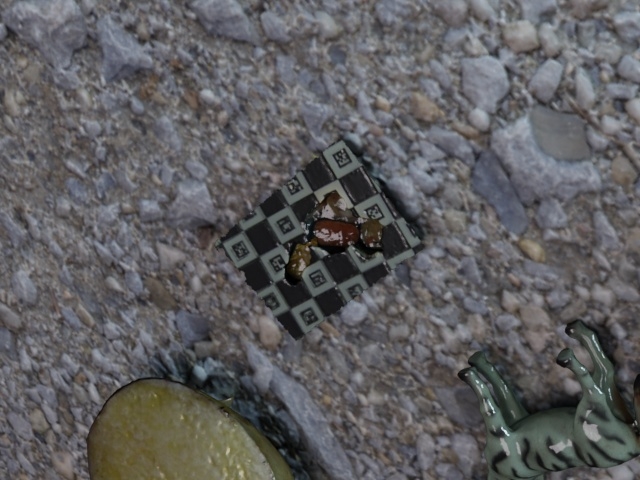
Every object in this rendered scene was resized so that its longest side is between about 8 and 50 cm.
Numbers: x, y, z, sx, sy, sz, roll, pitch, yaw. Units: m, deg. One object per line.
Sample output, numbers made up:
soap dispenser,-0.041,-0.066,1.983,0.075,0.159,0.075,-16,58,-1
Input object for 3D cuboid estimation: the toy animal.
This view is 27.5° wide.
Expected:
toy animal,0.199,0.180,1.280,0.170,0.090,0.255,47,127,-3

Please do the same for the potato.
potato,-0.122,0.278,1.475,0.299,0.116,0.239,44,119,18

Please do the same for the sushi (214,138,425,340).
sushi,0.000,0.000,1.335,0.201,0.031,0.139,-37,91,32
